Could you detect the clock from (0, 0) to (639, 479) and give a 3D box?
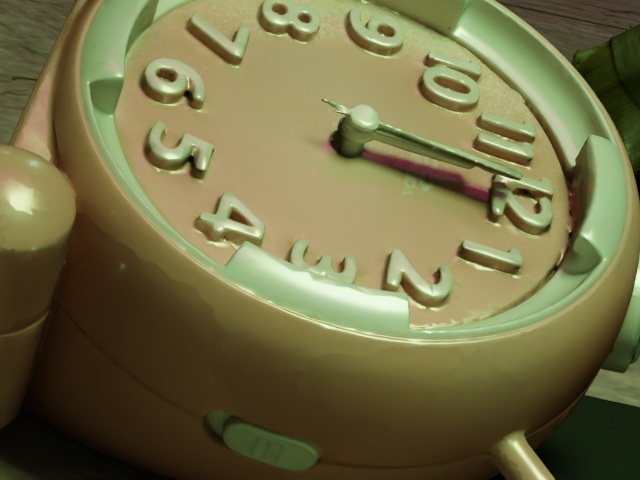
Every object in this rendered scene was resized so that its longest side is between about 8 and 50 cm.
[{"bbox_3d":[0.000,0.000,0.641,0.241,0.142,0.227,16,44,-2],"label":"clock"}]

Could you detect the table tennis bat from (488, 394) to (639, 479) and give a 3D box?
[{"bbox_3d":[0.107,0.102,0.625,0.154,0.021,0.274,10,14,-1],"label":"table tennis bat"}]

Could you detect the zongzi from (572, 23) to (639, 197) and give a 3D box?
[{"bbox_3d":[0.333,-0.116,1.135,0.260,0.123,0.289,5,-24,-30],"label":"zongzi"}]
